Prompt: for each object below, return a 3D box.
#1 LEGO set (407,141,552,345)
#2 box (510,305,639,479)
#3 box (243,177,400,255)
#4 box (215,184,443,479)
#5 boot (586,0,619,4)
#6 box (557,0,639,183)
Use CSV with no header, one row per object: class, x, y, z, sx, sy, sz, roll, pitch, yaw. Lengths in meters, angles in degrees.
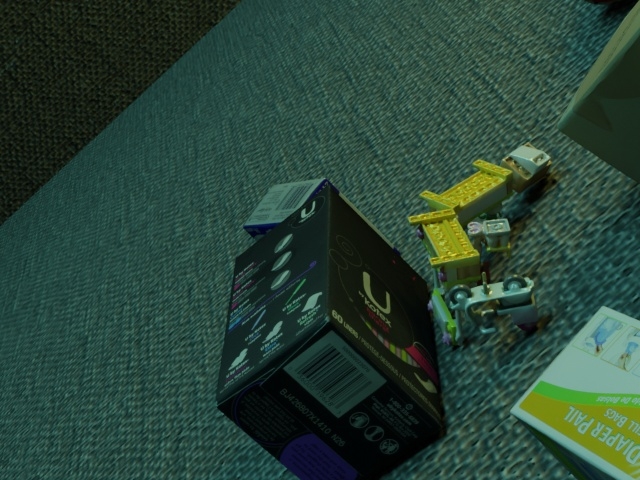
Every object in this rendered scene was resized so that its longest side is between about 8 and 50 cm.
LEGO set,0.160,0.011,1.259,0.132,0.107,0.287,1,32,13
box,0.234,0.135,0.810,0.103,0.114,0.203,-48,22,-6
box,0.000,0.000,1.470,0.072,0.137,0.126,-54,22,-19
box,0.010,0.094,1.234,0.143,0.165,0.270,-38,22,19
boot,0.376,-0.468,1.423,0.377,0.138,0.284,128,150,-68
box,0.310,-0.155,1.020,0.148,0.121,0.311,-56,-3,-12
